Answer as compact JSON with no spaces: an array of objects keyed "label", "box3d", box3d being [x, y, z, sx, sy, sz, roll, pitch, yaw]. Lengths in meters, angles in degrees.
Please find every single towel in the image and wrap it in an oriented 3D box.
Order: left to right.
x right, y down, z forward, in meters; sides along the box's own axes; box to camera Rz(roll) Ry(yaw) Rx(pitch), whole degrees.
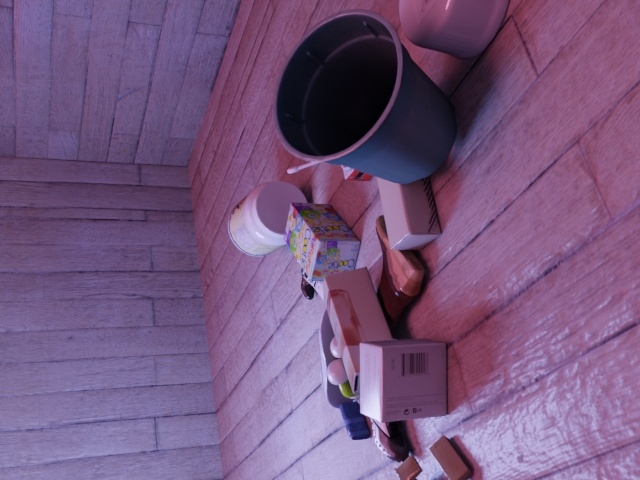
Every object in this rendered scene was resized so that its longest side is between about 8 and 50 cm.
[{"label":"towel","box3d":[0.100,0.536,2.057,0.119,0.067,0.029,-111,33,-41]}]

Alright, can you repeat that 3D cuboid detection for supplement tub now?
[{"label":"supplement tub","box3d":[-0.194,-0.080,2.565,0.325,0.236,0.235,151,117,-64]}]

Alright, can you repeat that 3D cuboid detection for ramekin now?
[{"label":"ramekin","box3d":[0.290,-0.556,1.555,0.277,0.135,0.277,-179,90,-67]}]

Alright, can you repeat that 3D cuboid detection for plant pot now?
[{"label":"plant pot","box3d":[0.128,-0.294,1.585,0.341,0.334,0.341,-12,71,37]}]

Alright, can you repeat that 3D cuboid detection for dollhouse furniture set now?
[{"label":"dollhouse furniture set","box3d":[0.293,0.565,1.647,0.151,0.123,0.144,-47,34,7]}]

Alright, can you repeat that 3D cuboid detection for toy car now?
[{"label":"toy car","box3d":[0.108,0.355,1.966,0.136,0.159,0.182,-11,50,27]}]

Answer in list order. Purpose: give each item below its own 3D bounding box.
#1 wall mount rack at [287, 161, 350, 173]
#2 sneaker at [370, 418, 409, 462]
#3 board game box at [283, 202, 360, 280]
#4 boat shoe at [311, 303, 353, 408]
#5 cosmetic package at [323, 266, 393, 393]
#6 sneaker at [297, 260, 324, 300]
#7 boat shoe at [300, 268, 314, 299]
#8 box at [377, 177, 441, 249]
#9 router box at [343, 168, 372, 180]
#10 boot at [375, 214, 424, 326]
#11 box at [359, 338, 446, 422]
[{"label":"wall mount rack","box3d":[-0.002,-0.353,2.034,0.304,0.131,0.349,138,130,-60]},{"label":"sneaker","box3d":[0.180,0.477,1.854,0.234,0.078,0.106,-114,31,-49]},{"label":"board game box","box3d":[0.000,0.000,2.216,0.275,0.144,0.142,-126,43,-55]},{"label":"boat shoe","box3d":[0.049,0.317,2.133,0.156,0.136,0.367,-141,47,-71]},{"label":"cosmetic package","box3d":[0.107,0.241,1.876,0.153,0.129,0.296,88,167,-55]},{"label":"sneaker","box3d":[-0.015,0.127,2.325,0.237,0.086,0.085,-120,39,-49]},{"label":"boat shoe","box3d":[-0.044,0.144,2.436,0.042,0.049,0.133,117,151,-61]},{"label":"box","box3d":[0.217,-0.120,1.766,0.113,0.094,0.275,135,131,-59]},{"label":"router box","box3d":[0.137,-0.385,1.981,0.301,0.082,0.335,133,133,-58]},{"label":"boot","box3d":[0.180,0.078,1.851,0.248,0.090,0.206,65,144,40]},{"label":"box","box3d":[0.199,0.335,1.680,0.119,0.181,0.181,176,94,-68]}]
